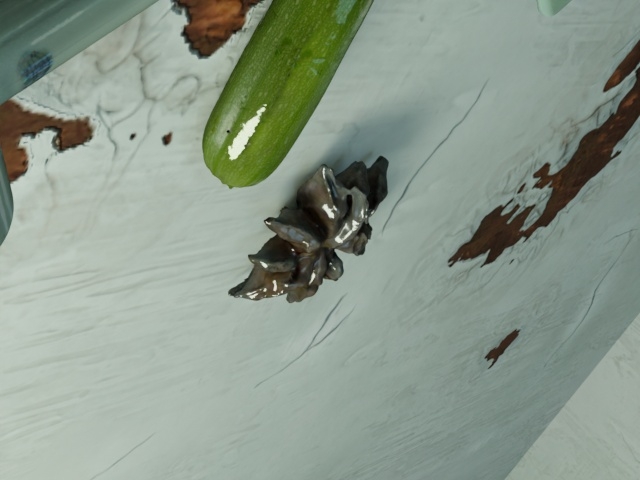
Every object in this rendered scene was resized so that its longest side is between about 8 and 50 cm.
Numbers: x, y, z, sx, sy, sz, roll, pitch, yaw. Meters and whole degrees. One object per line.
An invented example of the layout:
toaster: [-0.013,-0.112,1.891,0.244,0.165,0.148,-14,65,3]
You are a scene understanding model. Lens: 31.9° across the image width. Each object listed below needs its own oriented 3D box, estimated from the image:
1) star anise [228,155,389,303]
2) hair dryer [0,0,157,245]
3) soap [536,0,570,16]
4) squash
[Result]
star anise: [0.000,0.000,1.090,0.195,0.065,0.182,-14,143,-55]
hair dryer: [-0.140,-0.125,0.650,0.357,0.107,0.173,-40,159,-26]
soap: [0.204,-0.290,0.950,0.119,0.066,0.198,-46,156,-1]
squash: [-0.021,-0.135,0.839,0.069,0.069,0.239,-9,138,-52]
